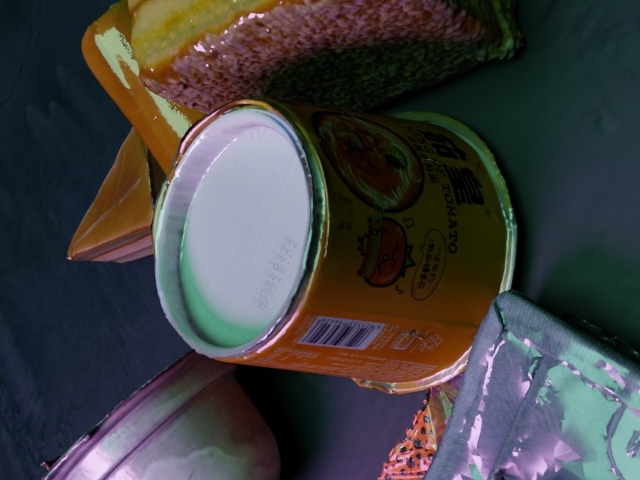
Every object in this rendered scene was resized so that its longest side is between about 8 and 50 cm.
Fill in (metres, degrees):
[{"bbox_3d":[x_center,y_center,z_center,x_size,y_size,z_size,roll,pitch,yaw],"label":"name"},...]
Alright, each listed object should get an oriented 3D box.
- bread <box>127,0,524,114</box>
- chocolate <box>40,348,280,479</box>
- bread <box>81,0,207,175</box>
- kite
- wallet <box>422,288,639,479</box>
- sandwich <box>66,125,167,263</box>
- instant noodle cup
[{"bbox_3d":[-0.002,-0.163,0.541,0.234,0.184,0.110,-14,73,39],"label":"bread"},{"bbox_3d":[-0.112,0.187,0.640,0.221,0.221,0.147,-39,87,33],"label":"chocolate"},{"bbox_3d":[-0.119,-0.106,0.664,0.092,0.074,0.239,-39,87,35],"label":"bread"},{"bbox_3d":[0.119,0.123,0.527,0.125,0.008,0.222,34,109,36],"label":"kite"},{"bbox_3d":[0.190,0.203,0.408,0.342,0.075,0.237,32,113,38],"label":"wallet"},{"bbox_3d":[-0.184,-0.048,0.771,0.163,0.079,0.113,-19,72,42],"label":"sandwich"},{"bbox_3d":[0.000,0.000,0.529,0.216,0.172,0.215,-8,79,45],"label":"instant noodle cup"}]
